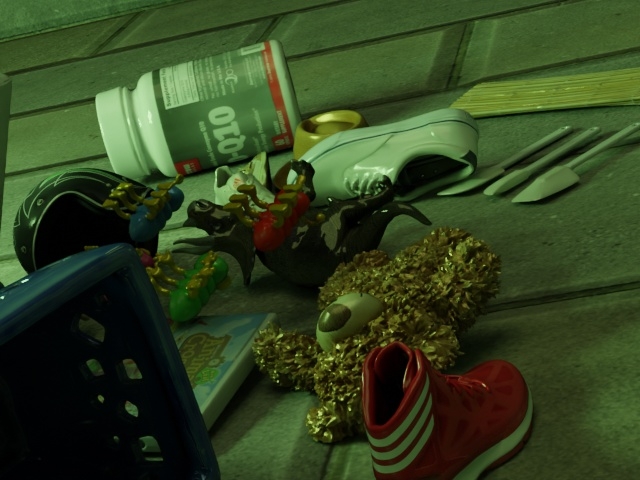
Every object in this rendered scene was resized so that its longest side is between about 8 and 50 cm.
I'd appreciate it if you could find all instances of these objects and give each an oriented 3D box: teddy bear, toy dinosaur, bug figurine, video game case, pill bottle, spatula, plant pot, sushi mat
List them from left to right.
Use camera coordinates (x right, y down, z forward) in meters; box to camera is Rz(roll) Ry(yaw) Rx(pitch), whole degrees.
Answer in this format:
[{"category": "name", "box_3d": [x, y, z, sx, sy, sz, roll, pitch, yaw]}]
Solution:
[{"category": "plant pot", "box_3d": [-0.256, 0.157, 1.286, 0.212, 0.236, 0.236, -6, 20, 41]}, {"category": "video game case", "box_3d": [-0.164, 0.137, 1.529, 0.193, 0.023, 0.212, -4, 28, 26]}, {"category": "bug figurine", "box_3d": [-0.140, 0.003, 1.675, 0.279, 0.072, 0.216, 4, 43, 41]}, {"category": "pill bottle", "box_3d": [-0.175, -0.185, 2.297, 0.283, 0.161, 0.161, -15, 19, 1]}, {"category": "toy dinosaur", "box_3d": [0.000, 0.000, 1.745, 0.313, 0.121, 0.160, 13, 62, 37]}, {"category": "teddy bear", "box_3d": [0.058, 0.064, 1.487, 0.245, 0.113, 0.338, -6, 20, 30]}, {"category": "spatula", "box_3d": [0.283, -0.097, 1.927, 0.242, 0.019, 0.168, -28, 17, -36]}, {"category": "sushi mat", "box_3d": [0.336, -0.208, 2.191, 0.316, 0.019, 0.151, -3, 23, 33]}]

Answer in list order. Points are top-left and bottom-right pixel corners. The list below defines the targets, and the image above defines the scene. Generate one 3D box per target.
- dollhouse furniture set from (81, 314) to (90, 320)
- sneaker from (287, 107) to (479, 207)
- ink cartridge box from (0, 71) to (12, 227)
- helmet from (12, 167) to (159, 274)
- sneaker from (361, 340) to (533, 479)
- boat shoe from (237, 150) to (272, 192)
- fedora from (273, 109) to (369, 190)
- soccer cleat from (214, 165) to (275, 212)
[{"category": "dollhouse furniture set", "box_3d": [-0.296, 0.082, 1.775, 0.151, 0.076, 0.058, -22, 7, -25]}, {"category": "sneaker", "box_3d": [0.075, -0.089, 1.947, 0.258, 0.094, 0.091, -20, 41, 19]}, {"category": "ink cartridge box", "box_3d": [-0.490, -0.043, 1.666, 0.279, 0.385, 0.160, 30, 38, 24]}, {"category": "helmet", "box_3d": [-0.286, -0.010, 1.883, 0.161, 0.169, 0.169, 5, 22, 7]}, {"category": "sneaker", "box_3d": [0.105, 0.122, 1.255, 0.087, 0.128, 0.221, -3, 23, 28]}, {"category": "boat shoe", "box_3d": [-0.091, -0.086, 2.121, 0.045, 0.050, 0.135, -8, 19, 2]}, {"category": "fedora", "box_3d": [0.018, -0.127, 2.111, 0.194, 0.079, 0.194, -14, 18, 5]}, {"category": "soccer cleat", "box_3d": [-0.088, -0.046, 1.961, 0.068, 0.076, 0.196, -23, 20, -22]}]
